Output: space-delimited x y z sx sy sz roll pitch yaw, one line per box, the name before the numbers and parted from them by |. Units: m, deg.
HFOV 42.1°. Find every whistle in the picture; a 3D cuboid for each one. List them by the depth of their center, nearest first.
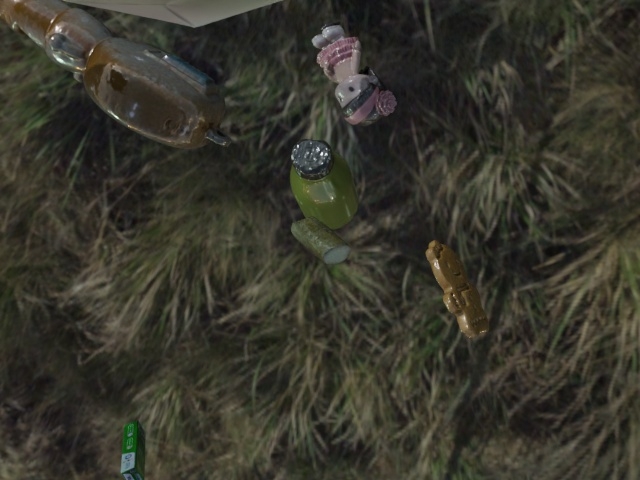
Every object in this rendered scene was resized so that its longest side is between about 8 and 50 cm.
whistle | -0.156 -0.136 0.627 0.220 0.107 0.057 33 109 8

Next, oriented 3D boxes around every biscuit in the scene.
biscuit | 0.249 0.087 1.484 0.027 0.184 0.133 -29 158 30

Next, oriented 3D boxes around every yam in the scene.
yam | 0.000 0.000 1.139 0.043 0.094 0.043 -23 133 -26

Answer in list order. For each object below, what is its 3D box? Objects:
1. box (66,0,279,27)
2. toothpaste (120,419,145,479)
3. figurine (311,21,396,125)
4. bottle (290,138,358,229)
box | -0.094 -0.365 0.659 0.143 0.225 0.341 1 91 -41
toothpaste | -0.188 0.213 0.836 0.017 0.083 0.020 -23 113 -1
figurine | 0.041 -0.196 0.976 0.072 0.054 0.129 -31 80 40
bottle | 0.002 -0.105 1.488 0.112 0.112 0.260 -7 162 6
